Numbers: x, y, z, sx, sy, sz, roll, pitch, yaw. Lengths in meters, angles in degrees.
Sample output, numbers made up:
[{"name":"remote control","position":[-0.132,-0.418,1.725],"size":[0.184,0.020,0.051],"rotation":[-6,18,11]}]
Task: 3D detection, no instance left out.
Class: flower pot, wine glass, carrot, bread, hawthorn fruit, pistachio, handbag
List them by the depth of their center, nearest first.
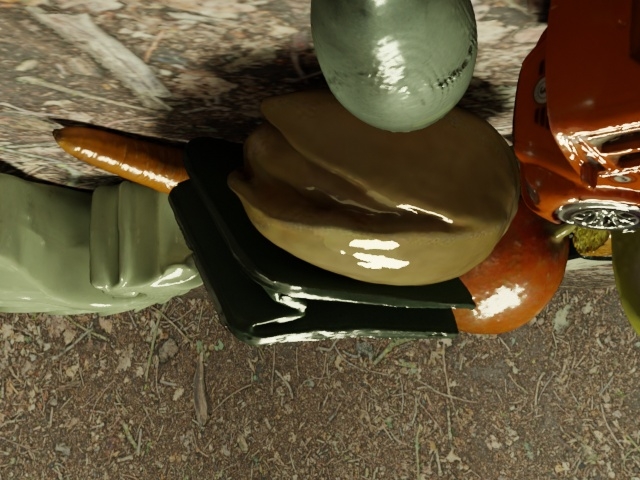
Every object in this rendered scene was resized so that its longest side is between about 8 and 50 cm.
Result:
[{"name":"wine glass","position":[0.049,-0.045,0.412],"size":[0.096,0.264,0.309],"rotation":[-17,170,7]},{"name":"pistachio","position":[0.061,-0.048,0.794],"size":[0.293,0.162,0.181],"rotation":[2,-157,-34]},{"name":"handbag","position":[0.000,-0.002,0.910],"size":[0.260,0.079,0.247],"rotation":[3,-145,-32]},{"name":"carrot","position":[-0.163,-0.077,0.975],"size":[0.271,0.062,0.066],"rotation":[10,-159,-35]},{"name":"bread","position":[0.351,-0.032,1.129],"size":[0.065,0.103,0.187],"rotation":[-1,171,6]},{"name":"flower pot","position":[-0.339,0.005,1.183],"size":[0.367,0.164,0.254],"rotation":[5,165,-35]},{"name":"hawthorn fruit","position":[0.248,0.016,1.246],"size":[0.199,0.199,0.251],"rotation":[6,155,-38]}]

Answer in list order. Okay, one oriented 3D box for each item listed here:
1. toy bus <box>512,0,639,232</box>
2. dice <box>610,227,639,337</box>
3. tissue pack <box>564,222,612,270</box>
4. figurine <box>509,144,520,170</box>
[{"name":"toy bus","position":[0.233,-0.099,0.489],"size":[0.153,0.143,0.329],"rotation":[20,162,-41]},{"name":"dice","position":[0.388,-0.015,0.730],"size":[0.227,0.238,0.233],"rotation":[3,171,-31]},{"name":"tissue pack","position":[0.389,-0.003,1.409],"size":[0.103,0.090,0.170],"rotation":[2,171,-19]},{"name":"figurine","position":[0.275,-0.063,0.914],"size":[0.196,0.108,0.114],"rotation":[3,171,27]}]
